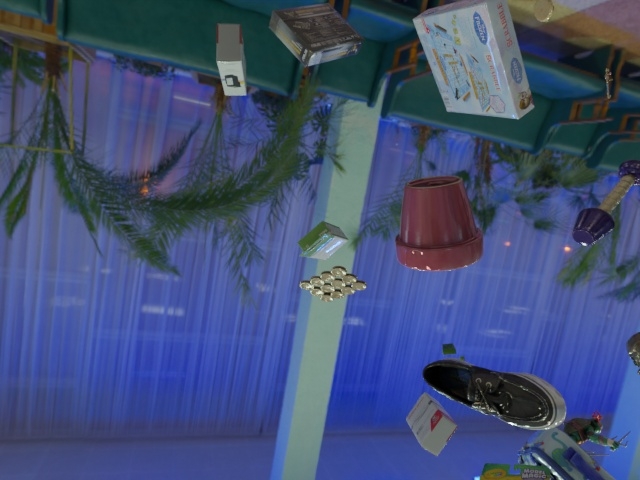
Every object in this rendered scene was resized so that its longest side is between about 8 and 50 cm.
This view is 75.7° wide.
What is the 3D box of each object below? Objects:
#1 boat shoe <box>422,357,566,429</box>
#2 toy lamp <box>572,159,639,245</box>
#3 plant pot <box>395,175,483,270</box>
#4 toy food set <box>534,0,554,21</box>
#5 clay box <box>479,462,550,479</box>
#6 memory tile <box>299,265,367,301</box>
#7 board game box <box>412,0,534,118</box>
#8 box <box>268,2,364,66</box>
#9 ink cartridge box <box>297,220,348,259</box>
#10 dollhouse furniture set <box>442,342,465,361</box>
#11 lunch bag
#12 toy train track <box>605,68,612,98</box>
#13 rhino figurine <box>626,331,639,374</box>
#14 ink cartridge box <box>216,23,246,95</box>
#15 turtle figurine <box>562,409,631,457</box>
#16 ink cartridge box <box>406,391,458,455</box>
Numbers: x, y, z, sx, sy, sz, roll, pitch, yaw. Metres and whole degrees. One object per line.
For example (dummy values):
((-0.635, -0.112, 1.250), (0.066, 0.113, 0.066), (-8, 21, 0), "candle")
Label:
((0.250, 0.230, 0.639), (0.075, 0.080, 0.228), (6, 180, -28), "boat shoe")
((0.675, -0.086, 0.957), (0.274, 0.080, 0.080), (-39, -150, -21), "toy lamp")
((0.267, -0.049, 0.954), (0.201, 0.181, 0.201), (-9, -164, 3), "plant pot")
((0.781, -0.811, 1.442), (0.020, 0.083, 0.083), (-24, 158, -12), "toy food set")
((0.323, 0.486, 0.689), (0.127, 0.053, 0.222), (-20, -164, 39), "clay box")
((0.031, 0.108, 1.008), (0.113, 0.012, 0.147), (35, 136, -31), "memory tile")
((0.431, -0.514, 1.180), (0.319, 0.065, 0.318), (57, 174, -29), "board game box")
((-0.010, -0.618, 1.229), (0.231, 0.056, 0.183), (-31, -106, -35), "box")
((0.000, 0.000, 1.297), (0.062, 0.109, 0.209), (55, -165, 18), "ink cartridge box")
((0.387, 0.381, 1.197), (0.075, 0.152, 0.058), (-8, -179, 14), "dollhouse furniture set")
((0.506, 0.476, 0.803), (0.219, 0.090, 0.176), (44, 165, 27), "lunch bag")
((0.831, -0.452, 1.183), (0.014, 0.084, 0.048), (-1, -165, 44), "toy train track")
((0.746, 0.191, 0.836), (0.106, 0.243, 0.073), (44, -160, -20), "rhino figurine")
((-0.270, -0.549, 1.263), (0.072, 0.128, 0.175), (-2, 167, -5), "ink cartridge box")
((0.745, 0.576, 1.183), (0.233, 0.175, 0.118), (-20, -128, -7), "turtle figurine")
((0.328, 0.542, 1.228), (0.063, 0.109, 0.150), (34, -179, -6), "ink cartridge box")
